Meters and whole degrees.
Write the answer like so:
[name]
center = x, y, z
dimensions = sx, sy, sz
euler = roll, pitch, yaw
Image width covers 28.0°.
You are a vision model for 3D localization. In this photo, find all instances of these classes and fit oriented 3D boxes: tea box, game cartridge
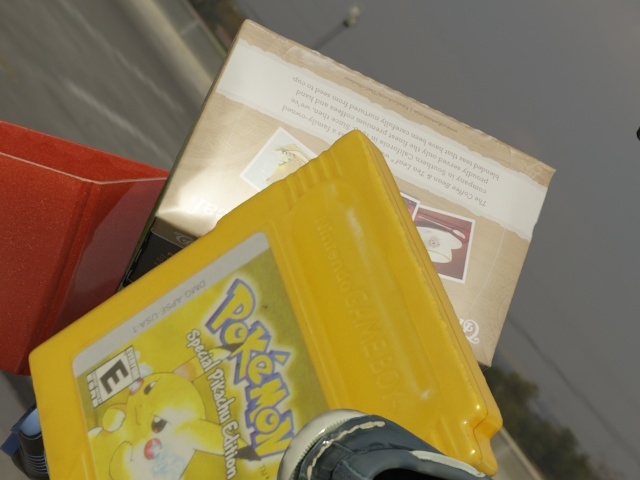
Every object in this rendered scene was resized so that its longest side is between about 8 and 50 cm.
[tea box]
center = 0.000, 0.000, 1.281
dimensions = 0.329, 0.220, 0.323
euler = 25, -21, -8
[game cartridge]
center = -0.055, 0.109, 0.898
dimensions = 0.052, 0.323, 0.285
euler = 37, 24, -47

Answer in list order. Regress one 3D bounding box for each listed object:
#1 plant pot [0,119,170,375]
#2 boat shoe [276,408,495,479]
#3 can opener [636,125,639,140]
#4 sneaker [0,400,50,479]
[plant pot]
center = -0.345, 0.005, 1.448
dimensions = 0.267, 0.236, 0.267
euler = 18, 8, 12
[boat shoe]
center = 0.093, 0.165, 0.608
dimensions = 0.254, 0.095, 0.079
euler = 42, -11, -21
[can opener]
center = 0.345, -0.072, 1.031
dimensions = 0.186, 0.073, 0.059
euler = 26, 45, -12
[sneaker]
center = -0.345, 0.255, 1.643
dimensions = 0.090, 0.081, 0.232
euler = 42, -28, -1
